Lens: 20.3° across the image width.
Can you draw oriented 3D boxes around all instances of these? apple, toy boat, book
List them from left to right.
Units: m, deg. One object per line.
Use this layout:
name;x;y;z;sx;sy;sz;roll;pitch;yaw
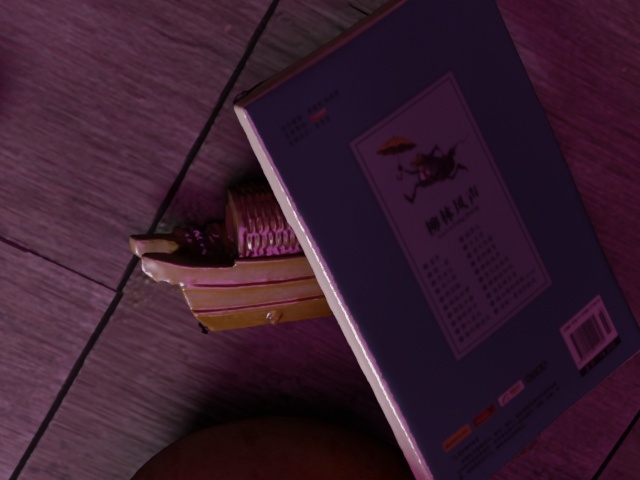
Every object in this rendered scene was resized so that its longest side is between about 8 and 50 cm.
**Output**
apple;-0.027;0.297;1.520;0.345;0.269;0.344;-4;133;-4
toy boat;0.000;0.000;1.479;0.310;0.089;0.115;-8;113;-9
book;0.107;-0.007;1.435;0.264;0.031;0.379;-35;109;-30

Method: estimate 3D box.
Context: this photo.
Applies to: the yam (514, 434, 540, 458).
yam;0.135;0.114;1.568;0.068;0.068;0.169;-29;119;2
